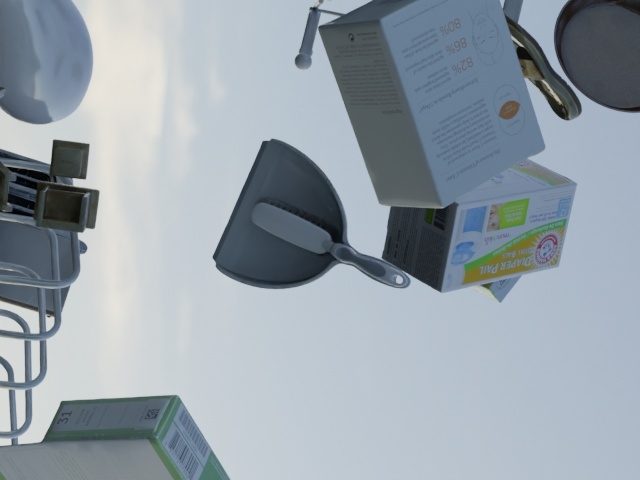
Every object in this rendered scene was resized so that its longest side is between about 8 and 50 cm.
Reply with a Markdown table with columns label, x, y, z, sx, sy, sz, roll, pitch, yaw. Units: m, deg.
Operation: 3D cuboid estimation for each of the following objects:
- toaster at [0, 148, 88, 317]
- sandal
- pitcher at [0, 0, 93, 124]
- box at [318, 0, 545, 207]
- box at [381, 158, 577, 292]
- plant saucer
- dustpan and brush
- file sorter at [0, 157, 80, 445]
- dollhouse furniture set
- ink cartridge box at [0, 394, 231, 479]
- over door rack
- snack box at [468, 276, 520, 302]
| label | x | y | z | sx | sy | sz | roll | pitch | yaw |
| --- | --- | --- | --- | --- | --- | --- | --- | --- | --- |
| toaster | -0.353 | -0.016 | 1.973 | 0.110 | 0.186 | 0.168 | -63 | -159 | 23 |
| sandal | 0.218 | -0.192 | 1.979 | 0.049 | 0.180 | 0.072 | -42 | -161 | -4 |
| pitcher | -0.310 | -0.244 | 1.915 | 0.177 | 0.125 | 0.207 | -92 | 176 | -47 |
| box | 0.096 | -0.130 | 1.541 | 0.091 | 0.130 | 0.170 | 5 | -61 | 54 |
| box | 0.185 | -0.023 | 2.084 | 0.103 | 0.203 | 0.114 | 31 | -59 | 42 |
| plant saucer | 0.350 | -0.220 | 2.114 | 0.029 | 0.168 | 0.168 | 117 | -28 | -66 |
| dustpan and brush | 0.000 | 0.000 | 1.782 | 0.147 | 0.211 | 0.060 | -66 | 165 | 5 |
| file sorter | -0.350 | 0.074 | 1.744 | 0.193 | 0.173 | 0.277 | -104 | -151 | -49 |
| dollhouse furniture set | -0.270 | -0.112 | 1.632 | 0.101 | 0.161 | 0.182 | -96 | -166 | -80 |
| ink cartridge box | -0.196 | 0.212 | 1.569 | 0.171 | 0.235 | 0.056 | 62 | 36 | -36 |
| over door rack | 0.096 | -0.245 | 2.185 | 0.324 | 0.240 | 0.108 | 123 | -23 | -83 |
| snack box | 0.228 | 0.001 | 2.273 | 0.141 | 0.037 | 0.100 | -51 | -140 | -12 |
